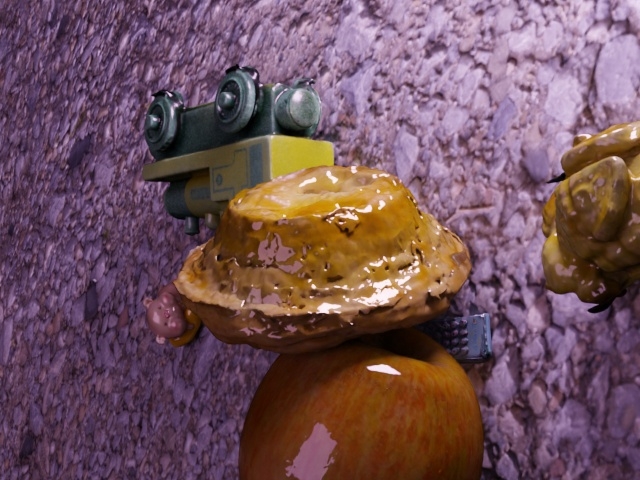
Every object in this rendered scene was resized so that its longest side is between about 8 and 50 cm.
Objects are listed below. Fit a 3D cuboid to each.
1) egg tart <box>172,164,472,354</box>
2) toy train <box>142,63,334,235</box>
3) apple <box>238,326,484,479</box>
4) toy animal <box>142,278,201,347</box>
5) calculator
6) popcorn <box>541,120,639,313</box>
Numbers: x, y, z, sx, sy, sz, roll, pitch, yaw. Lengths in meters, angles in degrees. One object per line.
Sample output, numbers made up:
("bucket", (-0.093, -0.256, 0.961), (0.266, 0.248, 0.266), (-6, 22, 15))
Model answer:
("egg tart", (-0.003, 0.002, 1.043), (0.341, 0.341, 0.129), (19, 124, 49))
("toy train", (-0.132, -0.109, 1.367), (0.369, 0.150, 0.237), (-5, 85, 50))
("apple", (0.048, 0.202, 1.006), (0.264, 0.264, 0.264), (-12, 74, 47))
("toy animal", (-0.232, 0.104, 1.480), (0.091, 0.082, 0.114), (-36, 56, 38))
("calculator", (0.129, 0.121, 1.111), (0.172, 0.018, 0.057), (-14, 71, 49))
("popcorn", (0.287, -0.030, 0.865), (0.173, 0.168, 0.195), (59, 164, 18))
